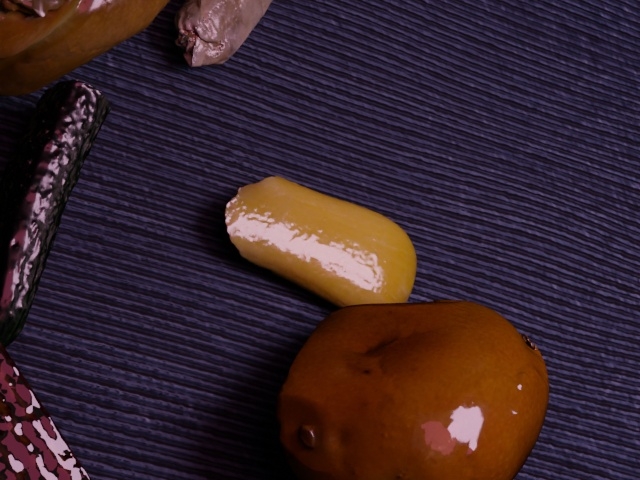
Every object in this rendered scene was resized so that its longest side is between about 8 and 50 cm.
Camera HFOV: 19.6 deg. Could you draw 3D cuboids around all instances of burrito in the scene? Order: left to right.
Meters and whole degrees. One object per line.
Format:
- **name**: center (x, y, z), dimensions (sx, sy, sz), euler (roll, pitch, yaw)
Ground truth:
- **burrito**: center (-0.062, -0.203, 1.462), dimensions (0.058, 0.045, 0.188), euler (35, 58, -4)

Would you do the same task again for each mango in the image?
- **mango**: center (0.080, 0.124, 1.346), dimensions (0.236, 0.166, 0.136), euler (-57, 147, -53)

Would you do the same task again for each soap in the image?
- **soap**: center (0.000, 0.000, 1.418), dimensions (0.168, 0.033, 0.089), euler (27, 57, -18)

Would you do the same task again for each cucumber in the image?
- **cucumber**: center (-0.204, -0.017, 1.301), dimensions (0.058, 0.052, 0.214), euler (45, 52, -42)

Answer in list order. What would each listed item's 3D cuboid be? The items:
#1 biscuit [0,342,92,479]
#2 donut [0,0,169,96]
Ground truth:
- **biscuit**: center (-0.188, 0.186, 1.187), dimensions (0.073, 0.107, 0.388), euler (-33, 88, -35)
- **donut**: center (-0.257, -0.278, 1.311), dimensions (0.360, 0.170, 0.360), euler (14, 64, -31)
